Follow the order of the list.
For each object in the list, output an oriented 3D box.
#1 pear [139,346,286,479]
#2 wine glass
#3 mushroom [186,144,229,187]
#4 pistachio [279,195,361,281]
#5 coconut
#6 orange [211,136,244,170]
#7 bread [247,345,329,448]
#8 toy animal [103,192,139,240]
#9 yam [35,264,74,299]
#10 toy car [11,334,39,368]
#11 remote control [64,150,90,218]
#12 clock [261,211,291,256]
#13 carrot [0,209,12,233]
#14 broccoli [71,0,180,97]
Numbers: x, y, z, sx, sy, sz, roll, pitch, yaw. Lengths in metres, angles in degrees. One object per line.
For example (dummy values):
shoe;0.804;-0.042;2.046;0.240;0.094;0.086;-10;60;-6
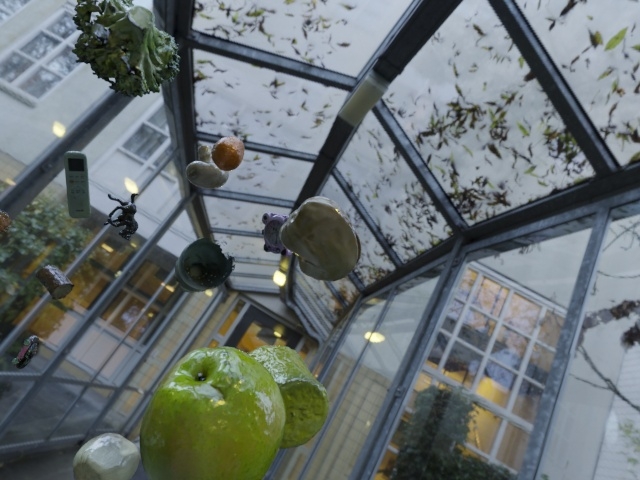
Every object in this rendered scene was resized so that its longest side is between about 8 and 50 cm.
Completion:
pear;-0.271;0.454;1.096;0.392;0.390;0.391;27;-23;12
wine glass;-0.444;0.100;1.597;0.191;0.190;0.357;38;-25;-14
mushroom;-0.564;-0.350;2.137;0.207;0.209;0.206;-9;-33;-6
pistachio;0.000;0.000;1.892;0.366;0.281;0.445;11;-45;21
coconut;-0.776;0.804;1.560;0.224;0.224;0.224;27;-23;12
orange;-0.350;-0.327;1.615;0.118;0.135;0.136;6;-14;-22
bread;-0.149;0.592;1.614;0.348;0.348;0.308;46;-18;-31
toy animal;-0.914;-0.118;1.991;0.148;0.232;0.085;5;16;-40
yam;-0.984;0.151;1.583;0.127;0.084;0.084;39;-20;17
toy car;-1.225;0.469;1.793;0.055;0.142;0.069;24;-16;-1
remote control;-1.052;-0.238;1.857;0.038;0.090;0.309;50;-45;51
clock;-0.249;-0.038;2.558;0.228;0.247;0.090;13;11;30
carrot;-1.323;-0.014;1.646;0.102;0.263;0.101;14;-41;12
broccoli;-0.648;-0.662;1.430;0.324;0.334;0.272;27;-33;5
